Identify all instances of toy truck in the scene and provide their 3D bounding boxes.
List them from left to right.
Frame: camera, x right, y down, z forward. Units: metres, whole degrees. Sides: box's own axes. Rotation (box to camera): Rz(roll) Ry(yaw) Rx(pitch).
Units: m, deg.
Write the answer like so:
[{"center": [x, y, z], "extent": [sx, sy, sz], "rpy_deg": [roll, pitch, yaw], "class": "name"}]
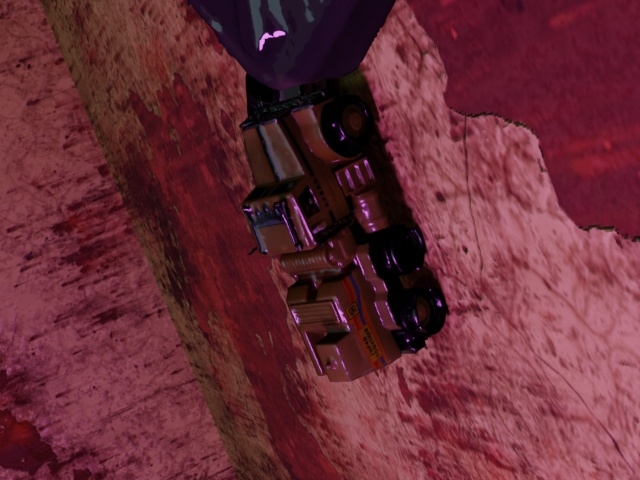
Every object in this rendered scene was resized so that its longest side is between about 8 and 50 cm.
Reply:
[{"center": [0.002, -0.004, 0.976], "extent": [0.127, 0.127, 0.257], "rpy_deg": [-9, 104, 47], "class": "toy truck"}]

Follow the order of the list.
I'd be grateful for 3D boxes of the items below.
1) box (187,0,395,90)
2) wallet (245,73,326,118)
[{"center": [-0.038, -0.314, 0.652], "extent": [0.359, 0.091, 0.350], "rpy_deg": [53, 141, 17], "class": "box"}, {"center": [-0.032, -0.117, 1.101], "extent": [0.170, 0.069, 0.231], "rpy_deg": [-127, 22, -52], "class": "wallet"}]
